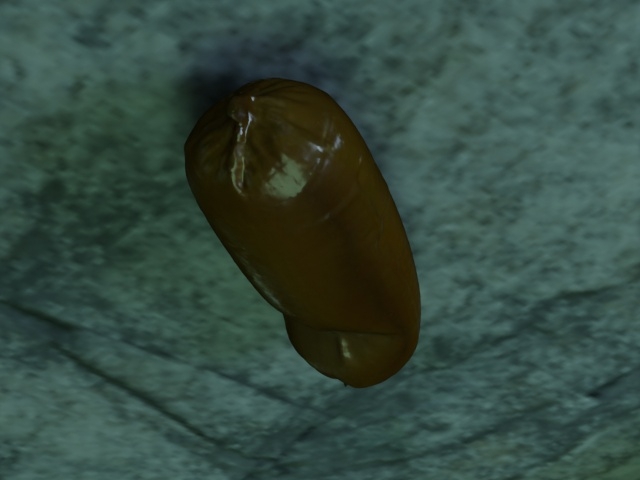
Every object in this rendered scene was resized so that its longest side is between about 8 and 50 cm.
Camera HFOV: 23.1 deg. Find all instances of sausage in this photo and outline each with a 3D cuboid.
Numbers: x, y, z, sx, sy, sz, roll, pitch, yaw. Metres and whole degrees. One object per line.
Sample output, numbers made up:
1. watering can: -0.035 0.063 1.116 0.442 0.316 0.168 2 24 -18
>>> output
1. sausage: 0.000 0.000 0.547 0.062 0.054 0.183 13 155 26
